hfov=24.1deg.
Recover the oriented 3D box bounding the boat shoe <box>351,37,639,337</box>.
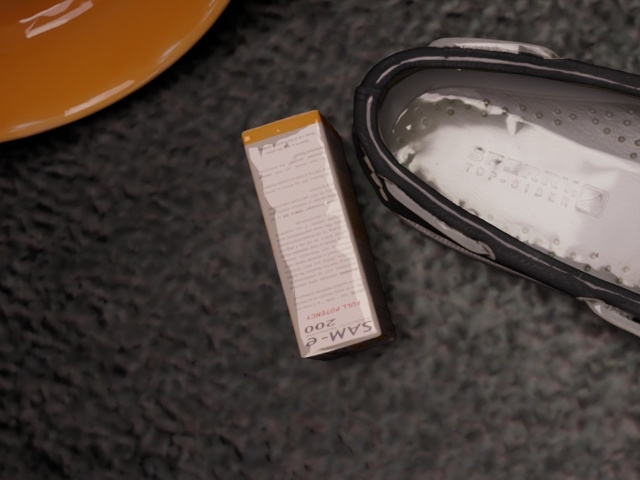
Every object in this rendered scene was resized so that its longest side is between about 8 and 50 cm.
[{"bbox_3d":[0.153,-0.002,0.599,0.302,0.091,0.114,14,87,11],"label":"boat shoe"}]

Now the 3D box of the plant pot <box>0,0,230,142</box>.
[{"bbox_3d":[-0.155,-0.173,0.629,0.205,0.205,0.188,-29,64,6],"label":"plant pot"}]

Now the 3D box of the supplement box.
[{"bbox_3d":[0.000,0.000,0.640,0.036,0.062,0.098,-17,81,7],"label":"supplement box"}]
